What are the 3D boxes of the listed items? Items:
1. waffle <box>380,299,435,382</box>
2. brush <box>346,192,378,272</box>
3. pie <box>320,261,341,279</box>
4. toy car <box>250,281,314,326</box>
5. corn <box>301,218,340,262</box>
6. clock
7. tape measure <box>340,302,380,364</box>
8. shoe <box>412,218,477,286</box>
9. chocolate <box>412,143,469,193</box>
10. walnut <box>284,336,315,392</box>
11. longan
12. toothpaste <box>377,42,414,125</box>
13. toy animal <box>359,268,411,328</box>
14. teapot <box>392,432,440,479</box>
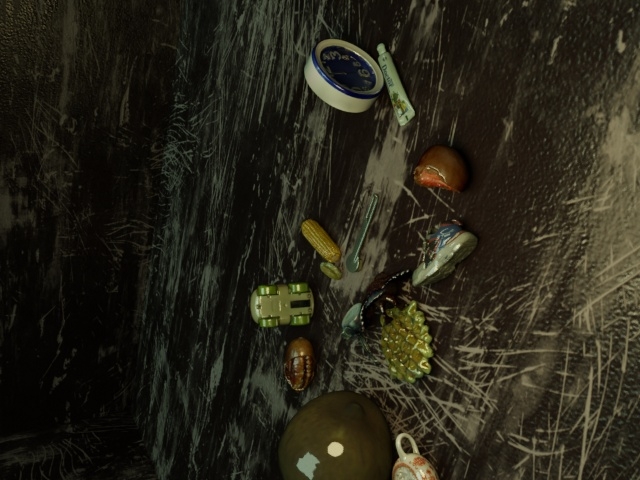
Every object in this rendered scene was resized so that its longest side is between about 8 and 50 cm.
[{"bbox_3d":[0.236,0.286,1.688,0.204,0.054,0.224,-28,66,53],"label":"waffle"},{"bbox_3d":[0.135,-0.021,1.859,0.062,0.027,0.266,42,122,47],"label":"brush"},{"bbox_3d":[0.034,0.099,1.984,0.084,0.020,0.084,32,155,17],"label":"pie"},{"bbox_3d":[-0.149,0.226,2.141,0.235,0.235,0.145,-7,85,56],"label":"toy car"},{"bbox_3d":[0.000,0.000,2.020,0.207,0.068,0.068,49,130,38],"label":"corn"},{"bbox_3d":[0.069,-0.477,1.744,0.083,0.230,0.231,-51,51,49],"label":"clock"},{"bbox_3d":[0.147,0.282,1.844,0.180,0.104,0.107,45,110,4],"label":"tape measure"},{"bbox_3d":[0.293,0.024,1.543,0.227,0.099,0.126,-50,60,39],"label":"shoe"},{"bbox_3d":[0.309,-0.168,1.505,0.133,0.124,0.127,33,119,16],"label":"chocolate"},{"bbox_3d":[-0.073,0.440,2.118,0.115,0.115,0.207,25,112,53],"label":"walnut"},{"bbox_3d":[0.049,0.605,1.725,0.360,0.360,0.362,5,95,56],"label":"longan"},{"bbox_3d":[0.209,-0.449,1.712,0.067,0.037,0.256,-36,66,51],"label":"toothpaste"},{"bbox_3d":[0.169,0.138,1.700,0.219,0.116,0.180,-54,25,19],"label":"toy animal"},{"bbox_3d":[0.256,0.647,1.631,0.159,0.116,0.246,129,128,-61],"label":"teapot"}]
